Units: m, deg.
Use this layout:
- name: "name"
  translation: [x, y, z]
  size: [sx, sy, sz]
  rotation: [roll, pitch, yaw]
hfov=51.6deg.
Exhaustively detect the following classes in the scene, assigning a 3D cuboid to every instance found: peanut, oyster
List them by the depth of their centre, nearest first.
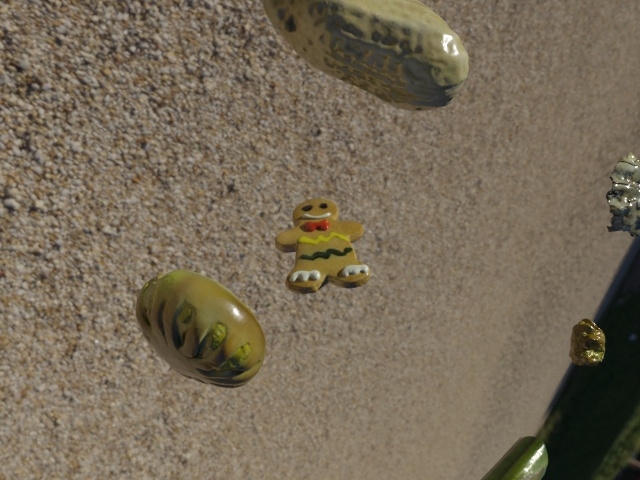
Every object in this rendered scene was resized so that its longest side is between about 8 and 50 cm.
- name: "peanut"
  translation: [0.067, -0.298, 0.959]
  size: [0.152, 0.313, 0.152]
  rotation: [-157, -90, -89]
- name: "oyster"
  translation: [0.490, -0.061, 0.987]
  size: [0.209, 0.072, 0.132]
  rotation: [20, 75, -43]

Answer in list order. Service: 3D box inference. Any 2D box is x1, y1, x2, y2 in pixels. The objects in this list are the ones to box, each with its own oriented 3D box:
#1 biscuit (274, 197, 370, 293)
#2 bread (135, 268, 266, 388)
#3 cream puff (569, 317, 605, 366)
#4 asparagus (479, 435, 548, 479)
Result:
- name: "biscuit"
  translation: [0.000, -0.001, 1.146]
  size: [0.158, 0.240, 0.035]
  rotation: [-9, 131, -4]
- name: "bread"
  translation: [-0.173, 0.134, 0.938]
  size: [0.104, 0.213, 0.213]
  rotation: [-52, 153, -34]
- name: "cream puff"
  translation: [0.485, 0.186, 1.201]
  size: [0.083, 0.058, 0.083]
  rotation: [74, 22, -59]
- name: "asparagus"
  translation: [0.194, 0.332, 0.800]
  size: [0.278, 0.067, 0.060]
  rotation: [-25, 137, -37]
